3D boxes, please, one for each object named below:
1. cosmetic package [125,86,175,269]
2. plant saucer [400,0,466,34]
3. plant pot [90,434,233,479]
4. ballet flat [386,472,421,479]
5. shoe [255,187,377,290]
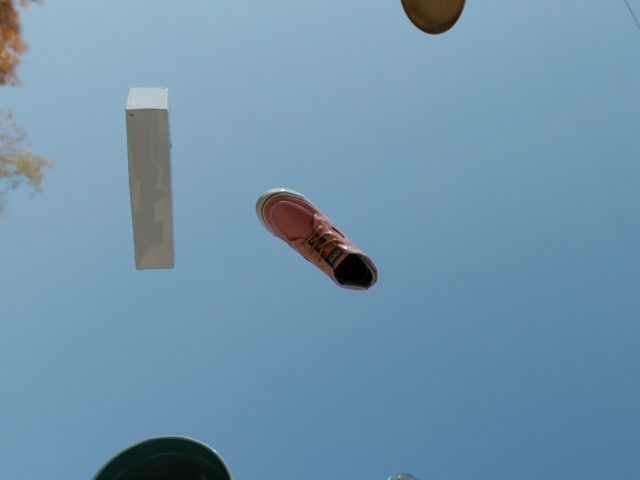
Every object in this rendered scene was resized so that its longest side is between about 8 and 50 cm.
[{"bbox_3d":[-0.237,-0.086,1.189,0.099,0.060,0.239,-104,-165,-62],"label":"cosmetic package"},{"bbox_3d":[0.104,-0.228,0.755,0.083,0.015,0.084,30,-50,43],"label":"plant saucer"},{"bbox_3d":[-0.270,0.539,1.529,0.271,0.255,0.272,-3,-135,3],"label":"plant pot"},{"bbox_3d":[0.092,0.394,1.077,0.096,0.280,0.095,8,-64,22],"label":"ballet flat"},{"bbox_3d":[0.000,0.000,1.055,0.063,0.178,0.081,-52,-144,2],"label":"shoe"}]
